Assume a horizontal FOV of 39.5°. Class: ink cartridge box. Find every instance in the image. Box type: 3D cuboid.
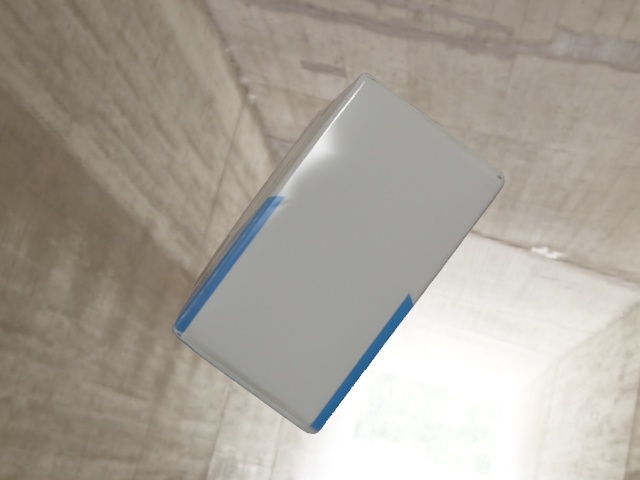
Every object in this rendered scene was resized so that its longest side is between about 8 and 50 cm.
[{"bbox_3d":[0.000,0.000,0.953,0.166,0.285,0.395,37,0,-6],"label":"ink cartridge box"}]
